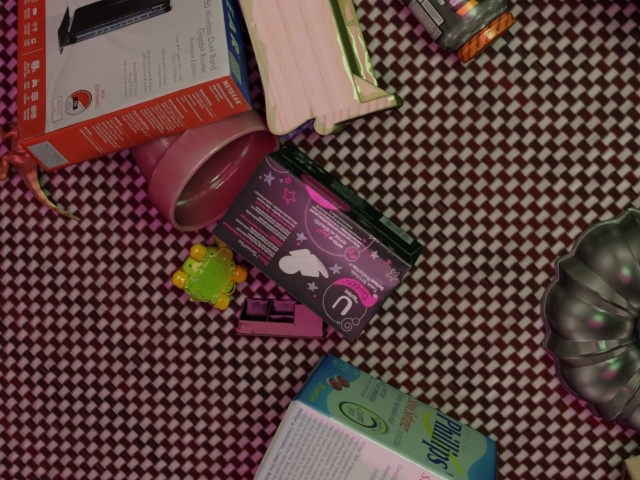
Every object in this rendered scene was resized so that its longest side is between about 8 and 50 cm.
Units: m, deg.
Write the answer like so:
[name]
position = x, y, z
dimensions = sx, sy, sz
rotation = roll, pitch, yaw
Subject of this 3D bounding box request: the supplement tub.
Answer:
[supplement tub]
position = 0.172, -0.342, 1.470
dimensions = 0.117, 0.117, 0.190
rotation = -39, 90, 12

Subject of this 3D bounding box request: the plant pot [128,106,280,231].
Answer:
[plant pot]
position = -0.187, -0.143, 1.527
dimensions = 0.201, 0.201, 0.180
rotation = -47, 72, 12

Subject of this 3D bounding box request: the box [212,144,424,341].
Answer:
[box]
position = 0.000, 0.000, 1.518
dimensions = 0.247, 0.163, 0.142
rotation = 39, 105, 3

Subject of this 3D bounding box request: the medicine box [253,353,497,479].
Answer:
[medicine box]
position = 0.083, 0.309, 1.489
dimensions = 0.289, 0.263, 0.149
rotation = 26, 101, 5

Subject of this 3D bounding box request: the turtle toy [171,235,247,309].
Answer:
[turtle toy]
position = -0.157, 0.035, 1.596
dimensions = 0.095, 0.066, 0.130
rotation = 31, 99, -19

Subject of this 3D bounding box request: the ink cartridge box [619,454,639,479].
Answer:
[ink cartridge box]
position = 0.543, 0.349, 1.424
dimensions = 0.235, 0.193, 0.088
rotation = -18, 139, -7

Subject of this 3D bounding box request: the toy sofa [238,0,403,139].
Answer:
[toy sofa]
position = -0.021, -0.324, 1.486
dimensions = 0.177, 0.150, 0.362
rotation = -17, 94, 9

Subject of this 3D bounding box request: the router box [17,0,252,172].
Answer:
[router box]
position = -0.262, -0.287, 1.480
dimensions = 0.301, 0.082, 0.335
rotation = -16, 58, 11

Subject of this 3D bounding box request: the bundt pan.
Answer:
[bundt pan]
position = 0.467, 0.120, 1.475
dimensions = 0.331, 0.124, 0.331
rotation = 1, 98, 10

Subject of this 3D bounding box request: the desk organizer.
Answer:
[desk organizer]
position = -0.055, 0.114, 1.600
dimensions = 0.130, 0.047, 0.050
rotation = 2, 95, 9

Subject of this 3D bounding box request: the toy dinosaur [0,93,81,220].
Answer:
[toy dinosaur]
position = -0.448, -0.117, 1.629
dimensions = 0.112, 0.064, 0.211
rotation = -12, 95, 9
